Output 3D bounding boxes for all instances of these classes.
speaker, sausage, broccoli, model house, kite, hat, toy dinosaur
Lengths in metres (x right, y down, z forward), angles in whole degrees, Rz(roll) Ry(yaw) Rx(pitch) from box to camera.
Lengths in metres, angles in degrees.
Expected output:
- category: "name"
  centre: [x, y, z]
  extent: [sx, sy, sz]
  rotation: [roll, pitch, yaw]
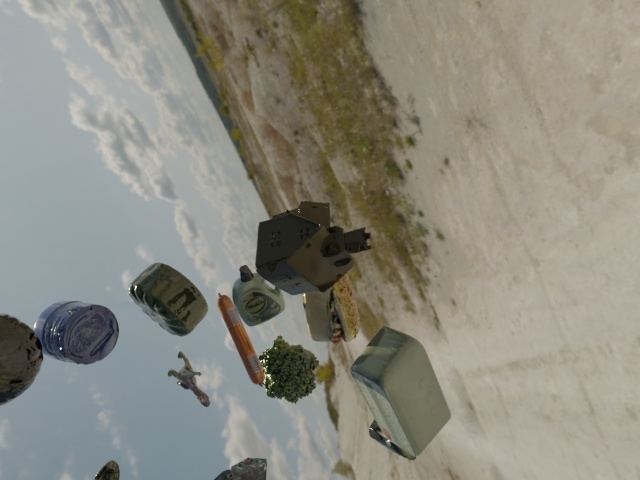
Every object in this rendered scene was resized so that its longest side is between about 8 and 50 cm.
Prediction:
- category: "speaker"
  centre: [0.254, 0.482, 1.499]
  extent: [0.183, 0.184, 0.406]
  rotation: [13, 137, 48]
- category: "sausage"
  centre: [-0.269, 0.330, 1.596]
  extent: [0.347, 0.053, 0.053]
  rotation: [62, 176, 13]
- category: "broccoli"
  centre: [-0.138, 0.507, 1.915]
  extent: [0.245, 0.248, 0.288]
  rotation: [38, 134, 48]
- category: "model house"
  centre: [0.000, 0.000, 1.131]
  extent: [0.211, 0.243, 0.204]
  rotation: [45, -143, -54]
- category: "kite"
  centre: [-0.201, 0.792, 1.464]
  extent: [0.016, 0.127, 0.229]
  rotation: [38, -149, -65]
- category: "hat"
  centre: [-0.758, 0.861, 1.710]
  extent: [0.121, 0.050, 0.121]
  rotation: [2, -92, -60]
- category: "toy dinosaur"
  centre: [-0.458, 0.477, 1.676]
  extent: [0.200, 0.072, 0.251]
  rotation: [33, 132, 29]

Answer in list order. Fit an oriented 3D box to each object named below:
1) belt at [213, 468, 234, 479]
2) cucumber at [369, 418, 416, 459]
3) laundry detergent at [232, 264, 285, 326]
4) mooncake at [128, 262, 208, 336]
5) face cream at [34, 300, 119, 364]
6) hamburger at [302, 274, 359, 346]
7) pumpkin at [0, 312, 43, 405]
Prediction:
- category: "belt"
  centre: [-0.381, 0.956, 1.763]
  extent: [0.128, 0.218, 0.122]
  rotation: [16, 145, 50]
- category: "cucumber"
  centre: [0.261, 0.730, 1.759]
  extent: [0.193, 0.086, 0.115]
  rotation: [2, 93, 55]
- category: "laundry detergent"
  centre: [-0.262, 0.208, 1.963]
  extent: [0.105, 0.215, 0.280]
  rotation: [46, 154, 51]
- category: "mooncake"
  centre: [-0.700, 0.279, 2.172]
  extent: [0.356, 0.194, 0.356]
  rotation: [26, 145, 20]
- category: "face cream"
  centre: [-0.992, 0.373, 1.942]
  extent: [0.249, 0.225, 0.248]
  rotation: [6, -97, -57]
- category: "hamburger"
  centre: [0.037, 0.205, 1.596]
  extent: [0.302, 0.170, 0.301]
  rotation: [-8, -90, -86]
- category: "pumpkin"
  centre: [-1.021, 0.360, 1.482]
  extent: [0.295, 0.296, 0.296]
  rotation: [63, 176, 8]
